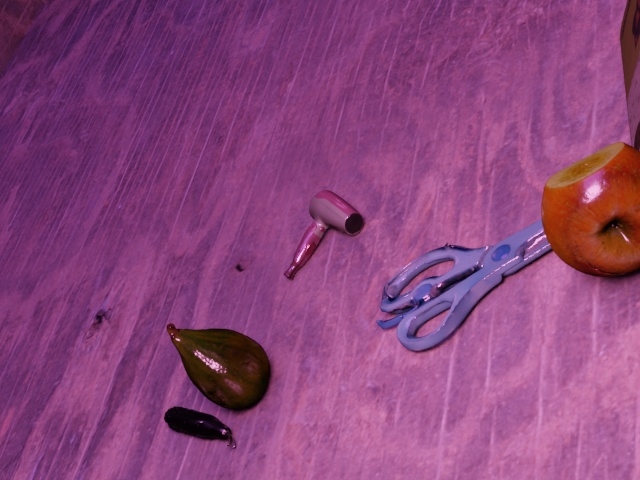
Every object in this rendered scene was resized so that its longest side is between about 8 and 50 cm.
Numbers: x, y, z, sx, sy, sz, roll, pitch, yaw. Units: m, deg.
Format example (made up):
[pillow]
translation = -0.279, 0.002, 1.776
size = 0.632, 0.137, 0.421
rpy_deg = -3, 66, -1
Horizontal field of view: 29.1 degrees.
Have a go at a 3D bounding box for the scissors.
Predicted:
[scissors]
translation = 0.242, 0.023, 1.658
size = 0.393, 0.032, 0.180
rpy_deg = -32, 32, 19

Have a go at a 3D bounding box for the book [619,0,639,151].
[book]
translation = 0.444, -0.269, 1.636
size = 0.035, 0.239, 0.352
rpy_deg = 8, 43, 0

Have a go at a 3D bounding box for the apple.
[apple]
translation = 0.340, -0.040, 1.496
size = 0.146, 0.163, 0.147
rpy_deg = -18, 33, 8

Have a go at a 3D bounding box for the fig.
[fig]
translation = -0.160, 0.173, 1.798
size = 0.117, 0.178, 0.117
rpy_deg = -47, 26, 31

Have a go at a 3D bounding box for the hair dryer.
[hair dryer]
translation = -0.005, 0.000, 1.968
size = 0.154, 0.054, 0.106
rpy_deg = -53, 35, 2

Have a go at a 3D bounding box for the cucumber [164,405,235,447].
[cucumber]
translation = -0.175, 0.273, 1.823
size = 0.163, 0.039, 0.043
rpy_deg = 0, 72, 51
